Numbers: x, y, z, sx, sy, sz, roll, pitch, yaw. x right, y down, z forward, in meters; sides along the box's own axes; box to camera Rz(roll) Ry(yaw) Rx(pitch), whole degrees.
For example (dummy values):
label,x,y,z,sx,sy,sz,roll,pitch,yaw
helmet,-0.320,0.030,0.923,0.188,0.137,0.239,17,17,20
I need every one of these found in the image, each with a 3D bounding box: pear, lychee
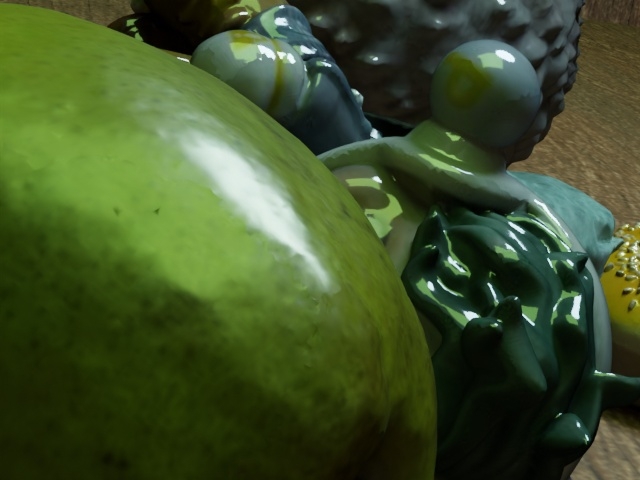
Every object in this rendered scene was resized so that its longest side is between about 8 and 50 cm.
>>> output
label,x,y,z,sx,sy,sz,roll,pitch,yaw
pear,-0.098,0.041,0.579,0.307,0.252,0.253,18,17,34
lychee,0.050,-0.217,1.395,0.432,0.380,0.380,-2,13,13

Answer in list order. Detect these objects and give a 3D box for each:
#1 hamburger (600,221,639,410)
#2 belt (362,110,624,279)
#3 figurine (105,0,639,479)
label,x,y,z,sx,sy,sz,roll,pitch,yaw
hamburger,0.263,0.050,1.043,0.210,0.116,0.173,15,19,16
belt,0.047,0.004,1.006,0.258,0.150,0.207,21,9,31
figurine,0.001,-0.003,0.781,0.186,0.261,0.382,-1,42,-39
